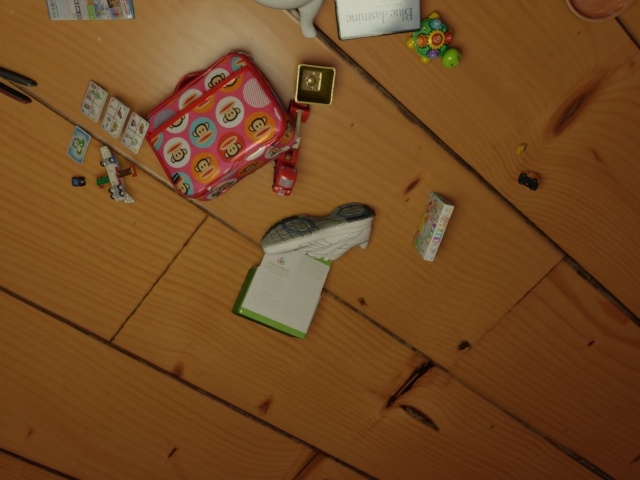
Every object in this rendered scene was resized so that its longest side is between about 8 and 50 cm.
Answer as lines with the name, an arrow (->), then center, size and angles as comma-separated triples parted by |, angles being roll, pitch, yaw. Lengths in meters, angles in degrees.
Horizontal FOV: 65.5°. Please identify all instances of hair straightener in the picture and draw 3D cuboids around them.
hair straightener -> -0.703, -0.378, 1.028 | 0.231, 0.047, 0.089 | 28, 107, -14

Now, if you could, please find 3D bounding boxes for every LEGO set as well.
LEGO set -> -0.475, -0.201, 1.117 | 0.182, 0.060, 0.244 | 36, 112, 13

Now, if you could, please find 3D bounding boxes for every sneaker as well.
sneaker -> 0.000, 0.000, 1.251 | 0.297, 0.111, 0.129 | -11, 123, -10

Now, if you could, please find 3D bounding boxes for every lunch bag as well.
lunch bag -> -0.224, -0.254, 1.076 | 0.293, 0.120, 0.258 | -33, 82, 11

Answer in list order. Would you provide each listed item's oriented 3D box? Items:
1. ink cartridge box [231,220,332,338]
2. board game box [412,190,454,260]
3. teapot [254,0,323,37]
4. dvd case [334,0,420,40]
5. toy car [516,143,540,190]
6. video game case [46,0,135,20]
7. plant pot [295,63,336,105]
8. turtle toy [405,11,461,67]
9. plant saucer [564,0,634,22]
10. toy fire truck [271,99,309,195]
ink cartridge box -> -0.092, 0.106, 1.311 | 0.189, 0.097, 0.255 | 26, 74, -18
board game box -> 0.288, -0.038, 1.284 | 0.026, 0.103, 0.154 | 11, 112, -13
teapot -> -0.097, -0.557, 0.958 | 0.253, 0.187, 0.255 | -1, 89, -28
dvd case -> 0.111, -0.554, 1.025 | 0.181, 0.022, 0.252 | -3, 125, 9
toy car -> 0.542, -0.191, 1.279 | 0.041, 0.060, 0.122 | -34, 127, -28
video game case -> -0.473, -0.512, 1.009 | 0.167, 0.015, 0.119 | -4, 114, -6
plant pot -> -0.017, -0.351, 1.109 | 0.082, 0.083, 0.081 | 3, 114, -10
turtle toy -> 0.262, -0.441, 1.116 | 0.130, 0.066, 0.095 | 38, 104, -21
plant saucer -> 0.631, -0.597, 1.114 | 0.200, 0.037, 0.199 | -3, 116, -7
toy fire truck -> -0.067, -0.211, 1.136 | 0.047, 0.192, 0.135 | 13, 140, -14
